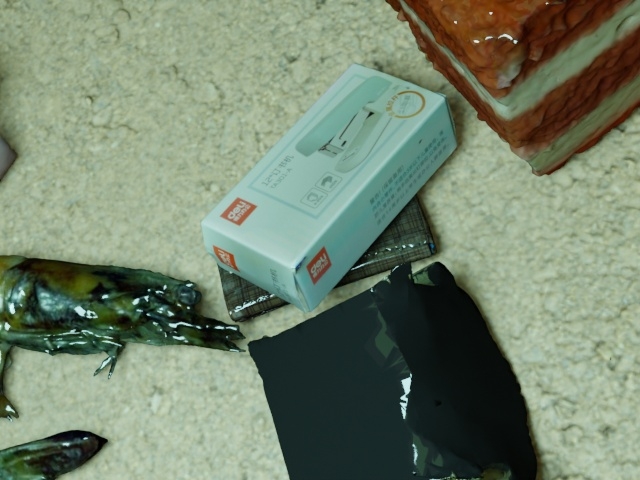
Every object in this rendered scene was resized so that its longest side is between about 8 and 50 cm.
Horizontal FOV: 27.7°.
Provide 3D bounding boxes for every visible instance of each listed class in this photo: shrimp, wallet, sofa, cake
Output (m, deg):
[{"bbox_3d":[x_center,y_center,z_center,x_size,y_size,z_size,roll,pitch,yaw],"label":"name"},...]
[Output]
[{"bbox_3d":[-0.290,0.141,1.393,0.445,0.085,0.272,-5,75,15],"label":"shrimp"},{"bbox_3d":[0.000,0.000,1.388,0.230,0.042,0.124,-20,57,7],"label":"wallet"},{"bbox_3d":[0.075,0.171,1.269,0.200,0.182,0.258,-29,65,22],"label":"sofa"},{"bbox_3d":[0.215,-0.260,1.285,0.269,0.319,0.270,-38,61,1],"label":"cake"}]

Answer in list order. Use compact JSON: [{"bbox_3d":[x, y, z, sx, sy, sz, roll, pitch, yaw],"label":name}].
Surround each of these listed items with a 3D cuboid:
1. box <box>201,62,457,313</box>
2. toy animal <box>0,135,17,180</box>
[{"bbox_3d":[0.013,-0.058,1.341,0.135,0.079,0.269,26,62,34],"label":"box"},{"bbox_3d":[-0.469,-0.076,1.471,0.281,0.169,0.195,-44,22,-13],"label":"toy animal"}]
